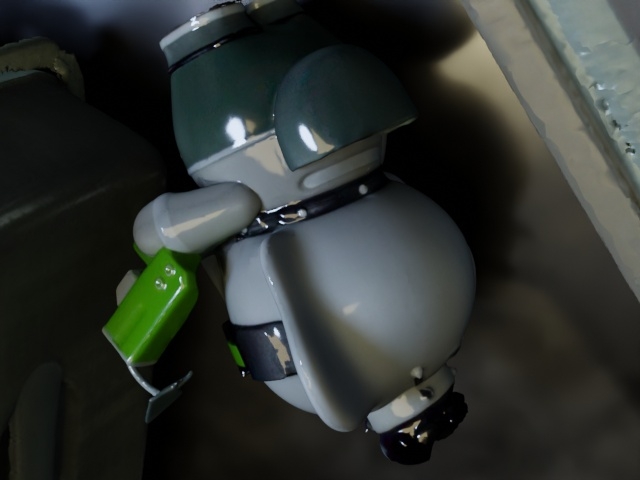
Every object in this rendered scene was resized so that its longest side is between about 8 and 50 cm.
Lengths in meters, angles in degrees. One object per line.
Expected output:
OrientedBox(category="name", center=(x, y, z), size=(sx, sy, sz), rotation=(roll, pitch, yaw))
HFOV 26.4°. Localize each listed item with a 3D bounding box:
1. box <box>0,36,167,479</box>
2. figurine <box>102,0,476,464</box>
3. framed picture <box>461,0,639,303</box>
OrientedBox(category="box", center=(-0.182, 0.064, 0.573), size=(0.166, 0.220, 0.290), rotation=(21, 121, 22))
OrientedBox(category="figurine", center=(0.000, 0.000, 0.533), size=(0.126, 0.147, 0.192), rotation=(-26, 91, 42))
OrientedBox(category="framed picture", center=(0.175, -0.170, 0.448), size=(0.326, 0.028, 0.446), rotation=(-28, 103, 27))
